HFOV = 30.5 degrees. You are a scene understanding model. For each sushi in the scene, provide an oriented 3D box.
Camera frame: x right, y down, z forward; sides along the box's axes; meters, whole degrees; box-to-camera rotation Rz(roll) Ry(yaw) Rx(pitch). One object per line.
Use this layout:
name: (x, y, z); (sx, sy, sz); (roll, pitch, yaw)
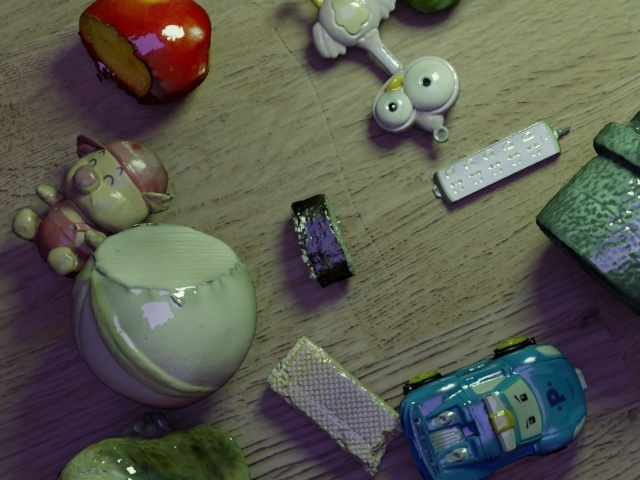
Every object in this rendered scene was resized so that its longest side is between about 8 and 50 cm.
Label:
sushi: (0.000, 0.000, 1.943); (0.078, 0.090, 0.150); (-19, 87, 6)

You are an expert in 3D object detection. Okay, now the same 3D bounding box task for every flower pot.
flower pot: (0.514, -0.053, 1.810); (0.299, 0.299, 0.283); (43, 93, 6)

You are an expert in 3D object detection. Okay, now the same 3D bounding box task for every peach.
peach: (-0.293, -0.322, 1.935); (0.226, 0.190, 0.196); (3, 96, -3)

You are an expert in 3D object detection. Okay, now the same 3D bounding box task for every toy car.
toy car: (0.280, 0.275, 1.864); (0.314, 0.166, 0.198); (-19, 88, -4)

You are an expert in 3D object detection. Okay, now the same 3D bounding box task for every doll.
doll: (0.101, -0.310, 1.958); (0.160, 0.094, 0.365); (-38, 84, 3)
doll: (-0.374, -0.062, 1.939); (0.196, 0.152, 0.256); (43, 87, 1)

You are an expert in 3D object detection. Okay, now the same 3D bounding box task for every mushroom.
mushroom: (-0.232, 0.366, 1.800); (0.130, 0.344, 0.247); (-35, 61, 32)

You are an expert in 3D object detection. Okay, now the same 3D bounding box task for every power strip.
power strip: (0.306, -0.135, 1.963); (0.252, 0.027, 0.060); (-26, 85, 1)

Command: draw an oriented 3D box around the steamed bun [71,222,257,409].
steamed bun: (-0.248, 0.147, 1.861); (0.309, 0.309, 0.309); (0, 86, 4)

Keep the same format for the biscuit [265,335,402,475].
biscuit: (0.029, 0.270, 1.935); (0.239, 0.062, 0.108); (40, 91, 7)

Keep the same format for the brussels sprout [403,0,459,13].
brussels sprout: (0.188, -0.454, 1.951); (0.155, 0.117, 0.155); (2, 95, 17)

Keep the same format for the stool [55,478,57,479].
stool: (-0.386, 0.483, 1.857); (0.178, 0.272, 0.272); (42, 89, -7)
